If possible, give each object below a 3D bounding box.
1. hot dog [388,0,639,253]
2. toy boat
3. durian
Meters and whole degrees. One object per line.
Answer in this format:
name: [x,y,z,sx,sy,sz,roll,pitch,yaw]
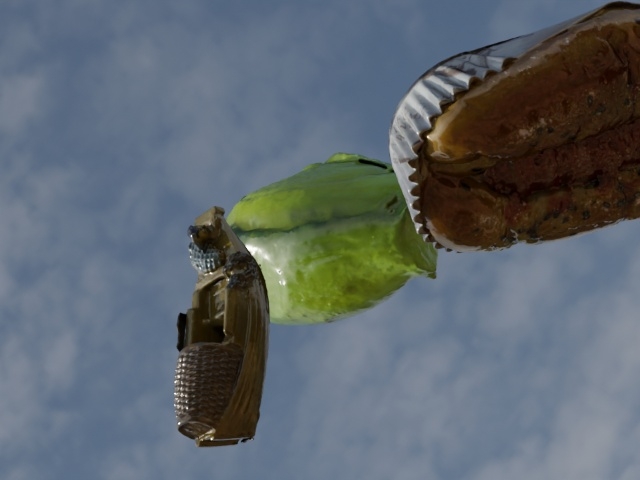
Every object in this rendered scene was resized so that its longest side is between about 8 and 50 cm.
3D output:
hot dog: [0.161,-0.068,0.979,0.268,0.075,0.144,-13,-48,-22]
toy boat: [-0.059,0.049,0.984,0.049,0.149,0.047,25,-39,-36]
durian: [0.000,0.000,1.207,0.139,0.250,0.101,-27,-80,-28]
